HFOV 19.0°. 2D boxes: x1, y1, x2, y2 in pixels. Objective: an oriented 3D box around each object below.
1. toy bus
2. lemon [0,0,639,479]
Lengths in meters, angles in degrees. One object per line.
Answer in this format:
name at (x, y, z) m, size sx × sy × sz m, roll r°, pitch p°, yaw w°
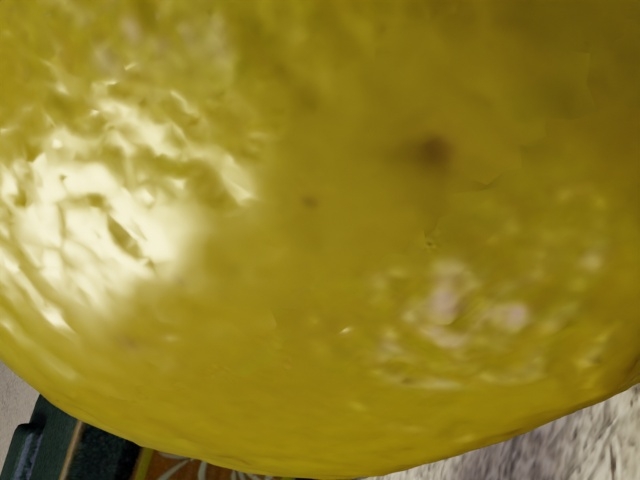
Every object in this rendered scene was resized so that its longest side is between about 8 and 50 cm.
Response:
toy bus at (-0.105, 0.166, 1.150) m, size 0.275 × 0.167 × 0.138 m, roll 166°, pitch 121°, yaw -76°
lemon at (0.038, -0.113, 0.594) m, size 0.364 × 0.364 × 0.364 m, roll -162°, pitch 90°, yaw -78°
